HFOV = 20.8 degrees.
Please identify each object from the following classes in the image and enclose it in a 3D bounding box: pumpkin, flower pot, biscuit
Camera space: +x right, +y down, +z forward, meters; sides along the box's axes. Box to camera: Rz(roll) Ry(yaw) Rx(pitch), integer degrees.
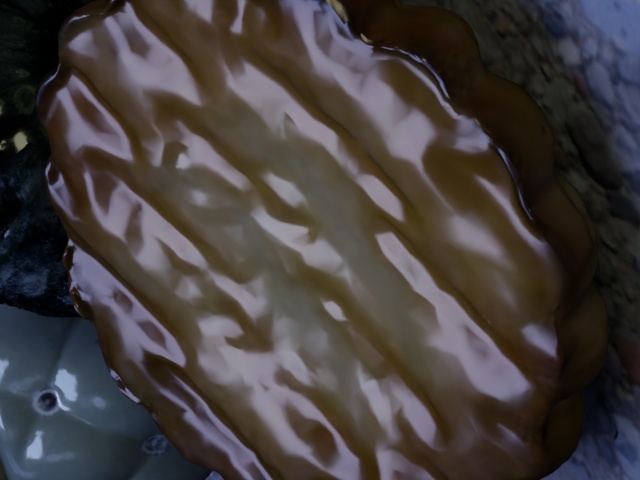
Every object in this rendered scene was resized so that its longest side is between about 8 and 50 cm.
[{"bbox_3d":[-0.157,-0.068,1.049,0.163,0.233,0.233,-43,74,46],"label":"pumpkin"},{"bbox_3d":[-0.160,0.076,1.215,0.246,0.195,0.246,49,156,31],"label":"flower pot"},{"bbox_3d":[0.000,0.000,0.866,0.325,0.107,0.326,22,131,28],"label":"biscuit"}]
